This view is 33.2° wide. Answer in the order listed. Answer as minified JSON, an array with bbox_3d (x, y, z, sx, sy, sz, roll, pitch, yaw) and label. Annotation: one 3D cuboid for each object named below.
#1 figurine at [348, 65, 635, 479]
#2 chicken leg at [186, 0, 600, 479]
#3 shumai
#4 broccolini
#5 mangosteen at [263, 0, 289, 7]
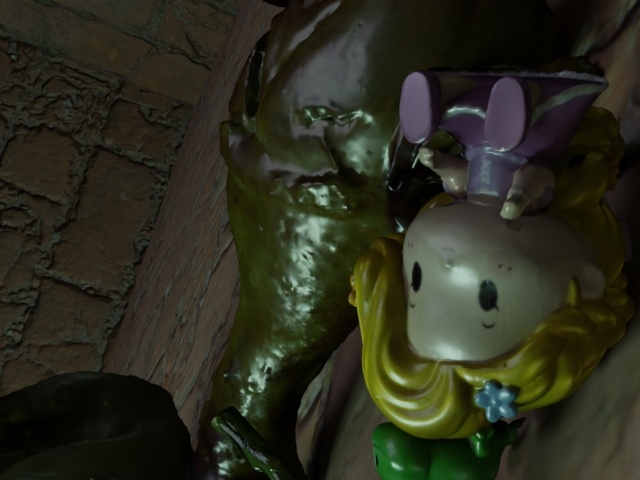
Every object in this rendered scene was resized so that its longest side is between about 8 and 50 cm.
[{"bbox_3d":[0.071,0.016,0.390,0.094,0.115,0.156,13,104,45],"label":"figurine"},{"bbox_3d":[-0.005,-0.015,0.601,0.361,0.140,0.211,-57,25,33],"label":"chicken leg"},{"bbox_3d":[-0.192,0.298,0.856,0.288,0.292,0.330,30,113,40],"label":"shumai"},{"bbox_3d":[-0.009,0.116,0.516,0.140,0.030,0.035,38,101,45],"label":"broccolini"},{"bbox_3d":[-0.014,-0.324,1.060,0.210,0.210,0.210,-159,90,-78],"label":"mangosteen"}]
